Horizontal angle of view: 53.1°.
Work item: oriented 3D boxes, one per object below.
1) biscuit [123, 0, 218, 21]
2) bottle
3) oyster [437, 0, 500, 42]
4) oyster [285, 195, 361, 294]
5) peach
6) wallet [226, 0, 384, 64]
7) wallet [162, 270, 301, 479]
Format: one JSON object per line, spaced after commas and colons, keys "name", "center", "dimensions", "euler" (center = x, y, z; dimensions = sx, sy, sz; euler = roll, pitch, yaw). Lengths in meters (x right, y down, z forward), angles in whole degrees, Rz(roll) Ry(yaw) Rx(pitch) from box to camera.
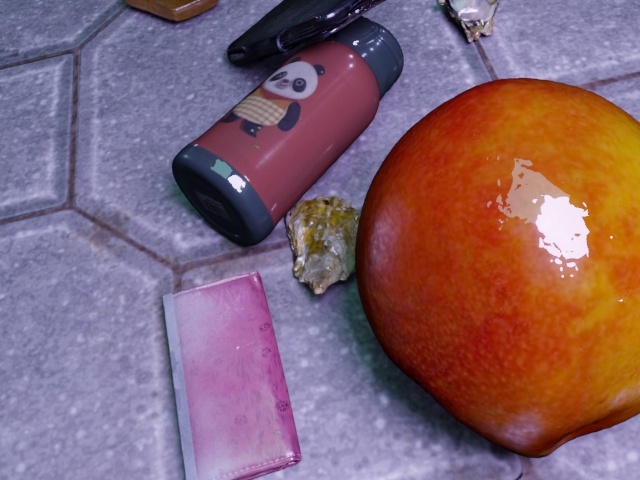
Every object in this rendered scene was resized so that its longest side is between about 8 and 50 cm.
{"name": "biscuit", "center": [-0.224, -0.456, 1.101], "dimensions": [0.182, 0.034, 0.215], "euler": [26, 63, 22]}
{"name": "bottle", "center": [-0.024, -0.154, 0.816], "dimensions": [0.144, 0.144, 0.336], "euler": [30, 64, 25]}
{"name": "oyster", "center": [0.223, -0.369, 0.963], "dimensions": [0.108, 0.053, 0.165], "euler": [19, 54, -1]}
{"name": "oyster", "center": [0.000, 0.000, 0.775], "dimensions": [0.122, 0.045, 0.146], "euler": [20, 62, 36]}
{"name": "peach", "center": [0.183, 0.024, 0.587], "dimensions": [0.308, 0.308, 0.332], "euler": [-6, 71, 5]}
{"name": "wallet", "center": [-0.015, -0.303, 0.866], "dimensions": [0.172, 0.045, 0.318], "euler": [-42, 26, -17]}
{"name": "wallet", "center": [-0.101, 0.144, 0.700], "dimensions": [0.119, 0.025, 0.232], "euler": [-16, 56, -1]}
